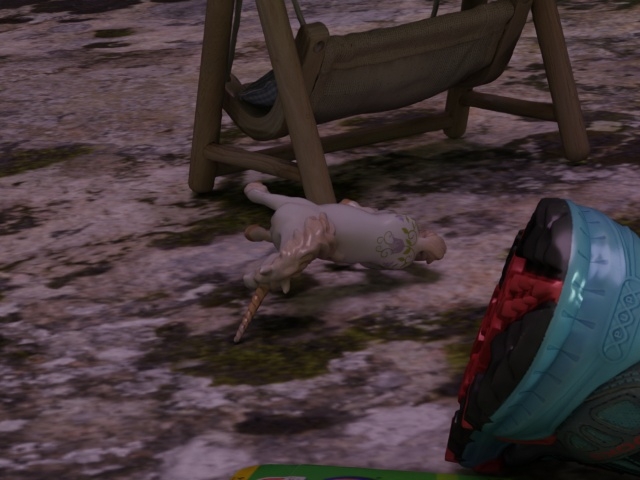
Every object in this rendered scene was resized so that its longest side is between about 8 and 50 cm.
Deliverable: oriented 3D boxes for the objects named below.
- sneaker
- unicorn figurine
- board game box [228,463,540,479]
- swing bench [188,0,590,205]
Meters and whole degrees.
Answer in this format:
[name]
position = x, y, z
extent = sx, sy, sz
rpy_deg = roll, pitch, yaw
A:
[sneaker]
position = 0.119, 0.059, 0.696
extent = 0.125, 0.104, 0.262
rpy_deg = 21, -2, 5
[unicorn figurine]
position = 0.000, 0.000, 1.023
extent = 0.162, 0.060, 0.111
rpy_deg = -11, 16, -25
[board game box]
position = 0.075, 0.117, 0.622
extent = 0.259, 0.039, 0.124
rpy_deg = 4, 15, 17
[swing bench]
position = 0.044, -0.166, 1.256
extent = 0.253, 0.255, 0.165
rpy_deg = -14, 18, -34
